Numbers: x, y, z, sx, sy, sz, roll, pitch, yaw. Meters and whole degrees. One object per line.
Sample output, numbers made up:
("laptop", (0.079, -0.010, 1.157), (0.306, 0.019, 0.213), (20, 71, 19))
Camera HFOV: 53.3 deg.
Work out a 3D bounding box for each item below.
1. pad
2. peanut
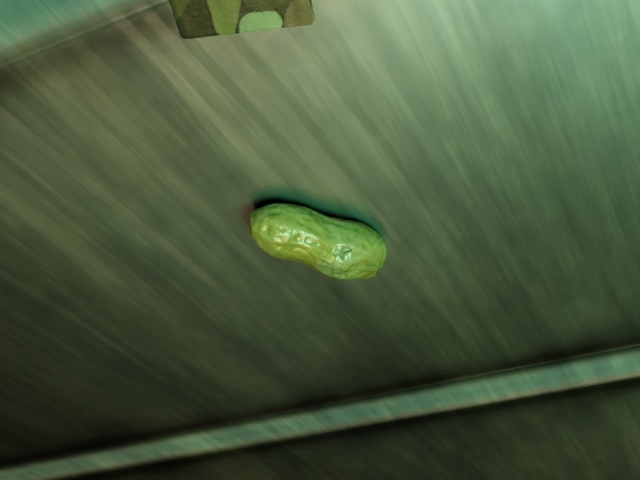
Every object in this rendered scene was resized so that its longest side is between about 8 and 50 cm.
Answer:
("pad", (-0.099, -0.319, 0.647), (0.158, 0.003, 0.235), (-5, 135, 6))
("peanut", (0.000, 0.000, 0.913), (0.214, 0.100, 0.099), (22, 132, -13))
